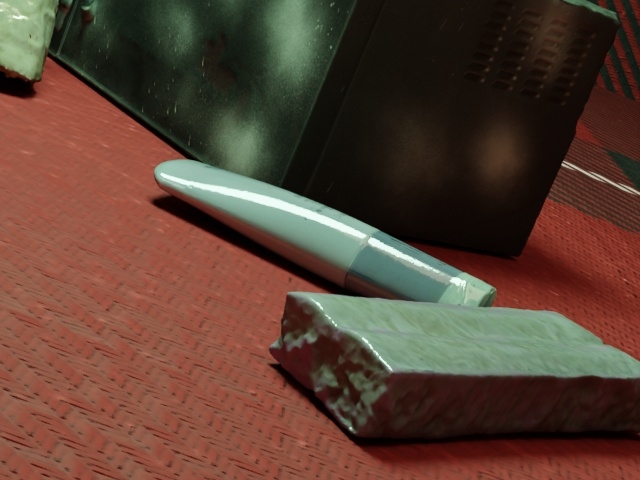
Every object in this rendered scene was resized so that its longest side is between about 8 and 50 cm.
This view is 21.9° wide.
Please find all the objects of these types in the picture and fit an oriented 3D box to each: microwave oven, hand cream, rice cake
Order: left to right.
[{"bbox_3d":[-0.008,-0.193,1.478,0.374,0.236,0.432,10,19,-45],"label":"microwave oven"},{"bbox_3d":[0.000,0.000,1.157,0.255,0.048,0.079,24,8,19],"label":"hand cream"},{"bbox_3d":[0.095,0.075,1.005,0.298,0.050,0.106,6,21,-48],"label":"rice cake"}]

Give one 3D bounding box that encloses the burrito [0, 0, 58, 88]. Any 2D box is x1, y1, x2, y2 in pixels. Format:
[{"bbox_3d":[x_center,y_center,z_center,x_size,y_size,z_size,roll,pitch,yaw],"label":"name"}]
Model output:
[{"bbox_3d":[-0.270,-0.266,1.373,0.143,0.299,0.105,-2,-18,33],"label":"burrito"}]
